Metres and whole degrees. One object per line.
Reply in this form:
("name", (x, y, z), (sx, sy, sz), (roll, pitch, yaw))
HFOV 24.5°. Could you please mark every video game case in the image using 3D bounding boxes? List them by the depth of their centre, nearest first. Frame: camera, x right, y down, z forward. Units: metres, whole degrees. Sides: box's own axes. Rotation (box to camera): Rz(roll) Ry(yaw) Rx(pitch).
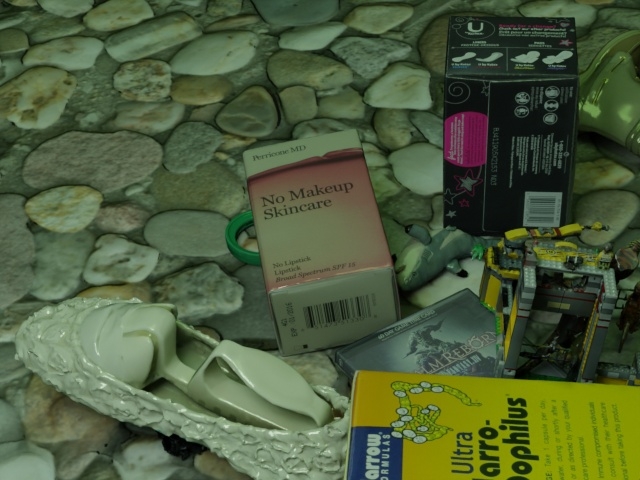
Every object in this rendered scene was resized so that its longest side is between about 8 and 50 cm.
("video game case", (0.174, 0.170, 1.608), (0.196, 0.026, 0.274), (-23, 47, -28))

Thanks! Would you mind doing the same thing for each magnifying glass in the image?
("magnifying glass", (-0.017, 0.017, 1.831), (0.231, 0.026, 0.092), (20, 45, 28))

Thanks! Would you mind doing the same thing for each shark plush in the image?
("shark plush", (0.157, 0.024, 1.809), (0.161, 0.073, 0.067), (-4, 55, -33))

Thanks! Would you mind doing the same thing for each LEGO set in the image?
("LEGO set", (0.324, 0.052, 1.593), (0.331, 0.192, 0.255), (13, 38, 7))

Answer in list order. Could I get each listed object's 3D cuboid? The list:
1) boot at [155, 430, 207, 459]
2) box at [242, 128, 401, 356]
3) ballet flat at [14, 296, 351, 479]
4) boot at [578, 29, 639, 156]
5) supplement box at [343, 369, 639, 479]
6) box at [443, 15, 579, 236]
("boot", (-0.139, 0.182, 1.620), (0.099, 0.045, 0.121), (-16, 47, -19))
("box", (0.000, 0.000, 1.736), (0.149, 0.126, 0.232), (-12, 48, -1))
("ballet flat", (-0.130, 0.136, 1.545), (0.409, 0.147, 0.147), (23, 45, 11))
("boot", (0.438, -0.199, 2.016), (0.165, 0.077, 0.213), (27, 53, 33))
("supplement box", (0.198, 0.259, 1.352), (0.357, 0.194, 0.195), (3, 31, 3))
("box", (0.234, -0.141, 1.824), (0.163, 0.247, 0.142), (1, 41, 5))
